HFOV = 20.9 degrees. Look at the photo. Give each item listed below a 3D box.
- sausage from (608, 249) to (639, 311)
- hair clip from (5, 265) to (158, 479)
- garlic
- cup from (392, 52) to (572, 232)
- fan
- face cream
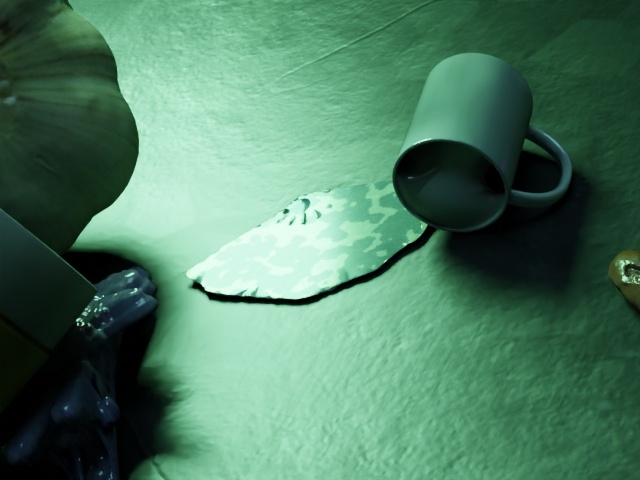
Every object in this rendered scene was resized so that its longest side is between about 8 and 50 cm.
[{"bbox_3d":[0.264,0.051,1.308,0.036,0.042,0.158,-56,36,12],"label":"sausage"},{"bbox_3d":[-0.180,0.097,1.359,0.137,0.090,0.278,-33,32,19],"label":"hair clip"},{"bbox_3d":[-0.322,-0.100,1.516,0.322,0.322,0.241,-39,17,-26],"label":"garlic"},{"bbox_3d":[0.135,-0.072,1.477,0.099,0.136,0.133,-34,23,38],"label":"cup"},{"bbox_3d":[0.000,0.000,1.488,0.240,0.009,0.131,-21,38,-5],"label":"fan"},{"bbox_3d":[-0.305,0.042,1.287,0.218,0.218,0.179,31,80,44],"label":"face cream"}]
